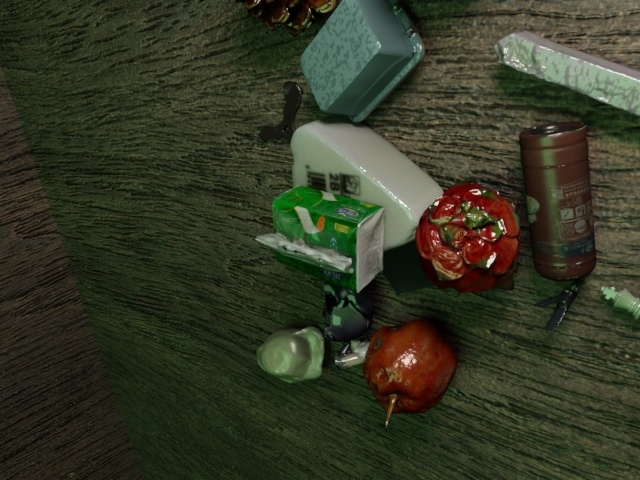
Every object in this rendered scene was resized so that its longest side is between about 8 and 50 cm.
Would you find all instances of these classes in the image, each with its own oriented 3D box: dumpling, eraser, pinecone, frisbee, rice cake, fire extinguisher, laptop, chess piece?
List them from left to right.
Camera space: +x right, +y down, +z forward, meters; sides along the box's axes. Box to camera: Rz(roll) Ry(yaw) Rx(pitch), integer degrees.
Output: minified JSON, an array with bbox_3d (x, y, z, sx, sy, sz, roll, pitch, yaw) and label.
[{"bbox_3d":[-0.079,-0.507,1.020,0.221,0.221,0.221,21,125,34],"label":"pinecone"},{"bbox_3d":[-0.090,-0.269,1.295,0.187,0.012,0.210,6,116,42],"label":"frisbee"},{"bbox_3d":[-0.085,0.331,1.530,0.250,0.132,0.162,-26,85,31],"label":"dumpling"},{"bbox_3d":[0.059,-0.117,1.141,0.331,0.150,0.331,20,123,35],"label":"eraser"},{"bbox_3d":[0.205,0.051,1.180,0.180,0.016,0.129,-21,109,47],"label":"laptop"},{"bbox_3d":[0.391,-0.015,0.901,0.102,0.138,0.343,18,124,59],"label":"fire extinguisher"},{"bbox_3d":[0.429,-0.233,0.795,0.365,0.073,0.056,33,127,26],"label":"rice cake"},{"bbox_3d":[0.541,0.119,0.900,0.149,0.059,0.059,32,131,34],"label":"chess piece"}]

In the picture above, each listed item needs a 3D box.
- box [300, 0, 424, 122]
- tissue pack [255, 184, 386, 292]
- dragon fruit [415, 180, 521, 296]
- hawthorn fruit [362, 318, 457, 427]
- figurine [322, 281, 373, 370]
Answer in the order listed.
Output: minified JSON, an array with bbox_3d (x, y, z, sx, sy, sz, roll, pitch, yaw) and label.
[{"bbox_3d":[0.072,-0.345,1.020,0.227,0.130,0.162,-39,68,47],"label":"box"},{"bbox_3d":[-0.001,0.001,1.047,0.209,0.156,0.148,18,126,32],"label":"tissue pack"},{"bbox_3d":[0.270,0.004,0.967,0.193,0.274,0.192,-19,65,15],"label":"dragon fruit"},{"bbox_3d":[0.180,0.299,1.176,0.208,0.243,0.207,17,135,18],"label":"hawthorn fruit"},{"bbox_3d":[0.071,0.192,1.294,0.145,0.145,0.222,-9,99,45],"label":"figurine"}]
